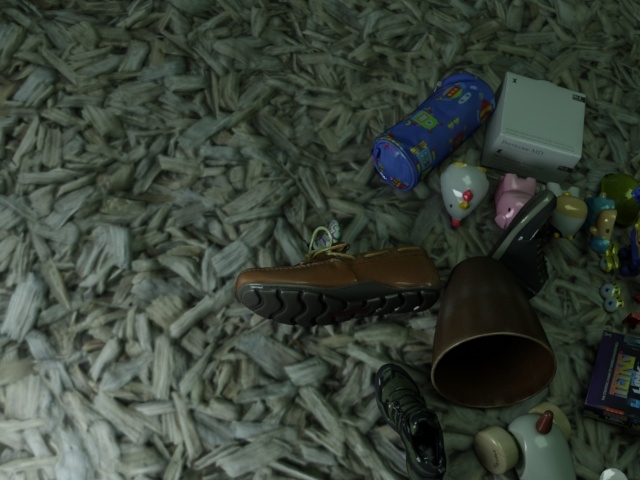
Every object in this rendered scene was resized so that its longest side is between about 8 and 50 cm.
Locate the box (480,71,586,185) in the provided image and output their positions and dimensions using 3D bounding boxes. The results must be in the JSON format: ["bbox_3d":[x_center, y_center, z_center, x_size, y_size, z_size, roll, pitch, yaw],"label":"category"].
[{"bbox_3d":[0.450,-0.235,1.979,0.181,0.119,0.182,16,58,-3],"label":"box"}]

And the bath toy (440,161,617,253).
[{"bbox_3d":[0.405,-0.064,1.870,0.348,0.151,0.129,12,87,-2],"label":"bath toy"}]

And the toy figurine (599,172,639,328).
[{"bbox_3d":[0.683,-0.024,1.851,0.191,0.217,0.362,11,59,-7],"label":"toy figurine"}]

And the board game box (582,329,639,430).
[{"bbox_3d":[0.576,0.261,1.735,0.141,0.048,0.170,13,56,18],"label":"board game box"}]

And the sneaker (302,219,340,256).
[{"bbox_3d":[0.000,0.000,1.789,0.069,0.038,0.098,9,58,-8],"label":"sneaker"}]

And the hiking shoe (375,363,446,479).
[{"bbox_3d":[0.166,0.303,1.605,0.086,0.114,0.227,-15,65,-21],"label":"hiking shoe"}]

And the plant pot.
[{"bbox_3d":[0.298,0.146,1.690,0.215,0.215,0.230,8,45,-8],"label":"plant pot"}]

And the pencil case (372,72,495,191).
[{"bbox_3d":[0.230,-0.233,1.928,0.133,0.119,0.306,37,59,17],"label":"pencil case"}]

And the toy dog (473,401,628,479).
[{"bbox_3d":[0.419,0.406,1.574,0.334,0.161,0.220,39,60,11],"label":"toy dog"}]

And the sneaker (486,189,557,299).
[{"bbox_3d":[0.410,0.009,1.784,0.118,0.222,0.083,33,35,0],"label":"sneaker"}]

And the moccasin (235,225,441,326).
[{"bbox_3d":[0.032,0.063,1.703,0.380,0.139,0.147,-7,56,-14],"label":"moccasin"}]
